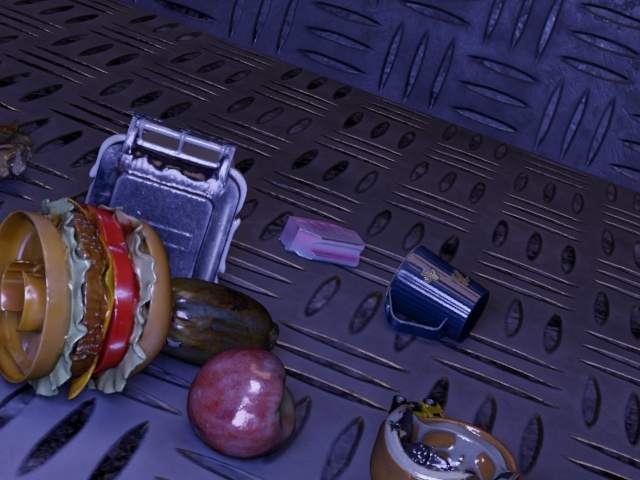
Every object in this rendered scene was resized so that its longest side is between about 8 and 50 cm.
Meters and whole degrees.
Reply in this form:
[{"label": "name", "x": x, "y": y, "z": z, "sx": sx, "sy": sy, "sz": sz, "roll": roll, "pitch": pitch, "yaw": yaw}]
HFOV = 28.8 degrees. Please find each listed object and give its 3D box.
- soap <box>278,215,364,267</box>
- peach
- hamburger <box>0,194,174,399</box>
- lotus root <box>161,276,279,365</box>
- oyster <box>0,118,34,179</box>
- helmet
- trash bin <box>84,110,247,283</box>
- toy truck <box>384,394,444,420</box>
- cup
[{"label": "soap", "x": 0.000, "y": 0.000, "z": 2.447, "sx": 0.149, "sy": 0.056, "sz": 0.100, "roll": 11, "pitch": 19, "yaw": -21}, {"label": "peach", "x": -0.110, "y": 0.216, "z": 1.691, "sx": 0.152, "sy": 0.152, "sz": 0.152, "roll": 16, "pitch": 20, "yaw": -6}, {"label": "hamburger", "x": -0.313, "y": 0.076, "z": 1.682, "sx": 0.212, "sy": 0.274, "sz": 0.274, "roll": 2, "pitch": 26, "yaw": -33}, {"label": "lotus root", "x": -0.168, "y": 0.124, "z": 1.851, "sx": 0.123, "sy": 0.124, "sz": 0.241, "roll": 7, "pitch": -10, "yaw": 41}, {"label": "oyster", "x": -0.626, "y": -0.182, "z": 2.334, "sx": 0.221, "sy": 0.096, "sz": 0.361, "roll": 5, "pitch": 24, "yaw": -44}, {"label": "helmet", "x": 0.154, "y": 0.317, "z": 1.658, "sx": 0.198, "sy": 0.130, "sz": 0.224, "roll": 31, "pitch": 13, "yaw": 26}, {"label": "trash bin", "x": -0.254, "y": -0.080, "z": 2.133, "sx": 0.255, "sy": 0.296, "sz": 0.368, "roll": 16, "pitch": 14, "yaw": -3}, {"label": "toy truck", "x": 0.147, "y": 0.270, "z": 1.887, "sx": 0.083, "sy": 0.049, "sz": 0.054, "roll": 9, "pitch": 23, "yaw": -21}, {"label": "cup", "x": 0.204, "y": 0.113, "z": 2.259, "sx": 0.155, "sy": 0.131, "sz": 0.176, "roll": 29, "pitch": 52, "yaw": 18}]
